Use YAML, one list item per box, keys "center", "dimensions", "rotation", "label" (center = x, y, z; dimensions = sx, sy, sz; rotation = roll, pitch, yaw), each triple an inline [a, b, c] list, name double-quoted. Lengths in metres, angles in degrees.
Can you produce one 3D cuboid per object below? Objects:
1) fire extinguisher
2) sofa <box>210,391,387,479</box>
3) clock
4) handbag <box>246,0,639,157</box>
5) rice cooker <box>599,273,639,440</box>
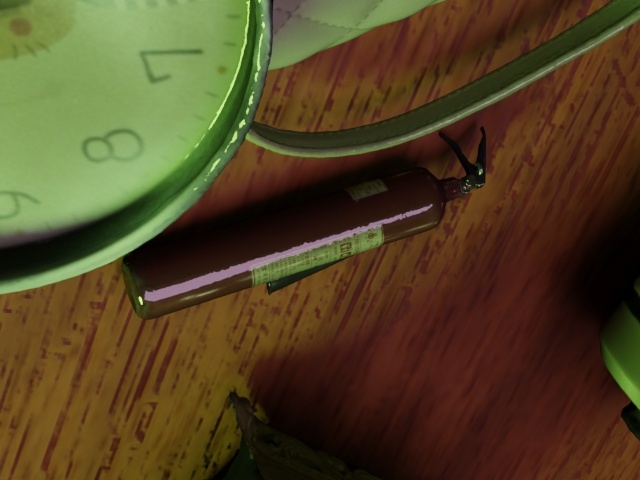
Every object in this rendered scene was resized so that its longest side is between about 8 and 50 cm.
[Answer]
- center: [0.000, 0.000, 0.623]
  dimensions: [0.173, 0.035, 0.049]
  rotation: [-18, 128, -14]
  label: "fire extinguisher"
- center: [-0.020, 0.231, 0.688]
  dimensions: [0.258, 0.182, 0.200]
  rotation: [-47, 134, 10]
  label: "sofa"
- center: [-0.123, -0.075, 0.431]
  dimensions: [0.226, 0.049, 0.226]
  rotation: [-4, 131, -4]
  label: "clock"
- center: [0.061, -0.133, 0.527]
  dimensions: [0.256, 0.079, 0.219]
  rotation: [-23, 137, -11]
  label: "handbag"
- center: [0.267, 0.059, 0.695]
  dimensions: [0.244, 0.226, 0.226]
  rotation: [-48, 133, 10]
  label: "rice cooker"
